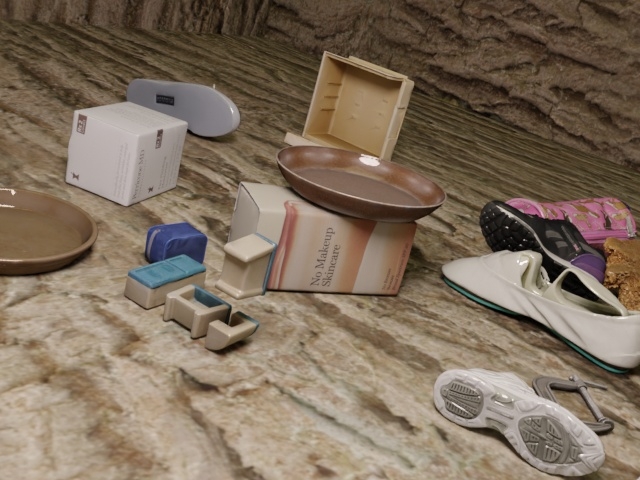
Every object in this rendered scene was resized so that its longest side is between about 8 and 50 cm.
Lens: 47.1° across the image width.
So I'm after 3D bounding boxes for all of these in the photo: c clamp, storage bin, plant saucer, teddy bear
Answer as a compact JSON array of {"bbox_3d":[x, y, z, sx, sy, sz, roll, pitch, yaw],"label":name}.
[{"bbox_3d":[0.395,0.244,1.115,0.137,0.022,0.160,14,21,-2],"label":"c clamp"},{"bbox_3d":[0.109,-0.384,2.146,0.260,0.262,0.123,29,24,33],"label":"storage bin"},{"bbox_3d":[-0.496,-0.017,1.157,0.278,0.041,0.278,13,21,-5],"label":"plant saucer"},{"bbox_3d":[0.068,-0.099,1.305,0.311,0.050,0.310,13,19,-5],"label":"plant saucer"},{"bbox_3d":[0.664,0.126,1.497,0.245,0.113,0.338,0,33,-17],"label":"teddy bear"}]

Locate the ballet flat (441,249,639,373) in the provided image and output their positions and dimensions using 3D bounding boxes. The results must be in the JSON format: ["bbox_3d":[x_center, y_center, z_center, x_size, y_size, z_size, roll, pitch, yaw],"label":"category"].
[{"bbox_3d":[0.413,0.093,1.353,0.400,0.139,0.139,29,26,33],"label":"ballet flat"}]

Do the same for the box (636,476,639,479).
[{"bbox_3d":[0.361,0.306,0.728,0.119,0.181,0.181,33,28,34],"label":"box"}]

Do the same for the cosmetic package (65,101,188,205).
[{"bbox_3d":[-0.386,-0.179,1.472,0.152,0.151,0.184,21,23,14],"label":"cosmetic package"}]

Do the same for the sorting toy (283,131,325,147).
[{"bbox_3d":[0.061,-0.131,1.645,0.256,0.089,0.257,25,4,22],"label":"sorting toy"}]

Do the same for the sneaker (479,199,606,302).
[{"bbox_3d":[0.439,0.000,1.448,0.283,0.107,0.124,37,55,-7],"label":"sneaker"}]

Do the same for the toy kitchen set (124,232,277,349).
[{"bbox_3d":[-0.160,0.038,1.066,0.207,0.166,0.122,27,25,27],"label":"toy kitchen set"}]

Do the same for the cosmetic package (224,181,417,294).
[{"bbox_3d":[0.000,0.000,1.286,0.296,0.153,0.129,3,23,-24],"label":"cosmetic package"}]

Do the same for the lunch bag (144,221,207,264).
[{"bbox_3d":[-0.240,0.007,1.224,0.098,0.067,0.065,-8,31,-46],"label":"lunch bag"}]

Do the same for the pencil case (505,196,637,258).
[{"bbox_3d":[0.571,-0.024,1.709,0.386,0.167,0.160,-2,60,-36],"label":"pencil case"}]

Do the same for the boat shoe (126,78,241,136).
[{"bbox_3d":[-0.345,-0.365,2.009,0.367,0.135,0.156,15,16,27],"label":"boat shoe"}]

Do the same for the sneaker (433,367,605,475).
[{"bbox_3d":[0.277,0.228,0.995,0.232,0.090,0.115,27,21,26],"label":"sneaker"}]
